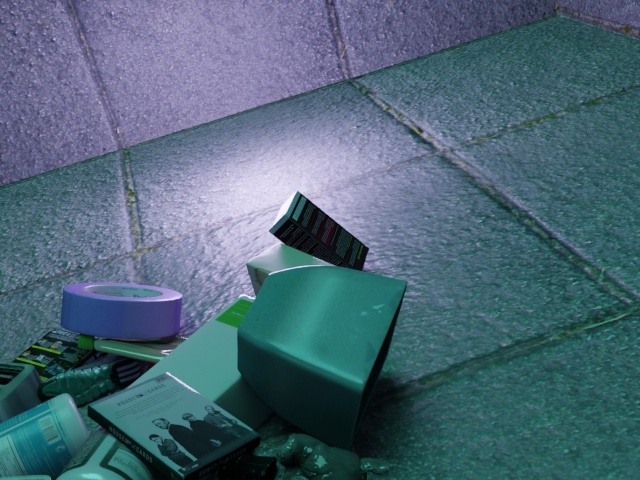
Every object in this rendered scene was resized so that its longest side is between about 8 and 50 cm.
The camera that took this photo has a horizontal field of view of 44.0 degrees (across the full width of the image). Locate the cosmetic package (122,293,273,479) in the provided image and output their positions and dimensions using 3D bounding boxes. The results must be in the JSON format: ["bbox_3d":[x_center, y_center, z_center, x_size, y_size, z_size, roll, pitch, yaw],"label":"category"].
[{"bbox_3d":[-0.195,0.285,1.587,0.197,0.155,0.365,14,38,35],"label":"cosmetic package"}]

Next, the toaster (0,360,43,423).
[{"bbox_3d":[-0.704,0.361,1.737,0.186,0.110,0.168,1,33,27],"label":"toaster"}]

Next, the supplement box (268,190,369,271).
[{"bbox_3d":[0.000,0.000,1.938,0.073,0.239,0.130,-45,12,31],"label":"supplement box"}]

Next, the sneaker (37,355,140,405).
[{"bbox_3d":[-0.524,0.312,1.792,0.224,0.083,0.098,-12,16,-19],"label":"sneaker"}]

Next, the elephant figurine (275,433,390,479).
[{"bbox_3d":[-0.030,0.445,1.255,0.169,0.186,0.239,31,47,-6],"label":"elephant figurine"}]

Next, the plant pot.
[{"bbox_3d":[-0.013,0.192,1.445,0.253,0.247,0.247,19,51,10],"label":"plant pot"}]

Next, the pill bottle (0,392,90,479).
[{"bbox_3d":[-0.584,0.416,1.539,0.264,0.146,0.146,-24,29,-18],"label":"pill bottle"}]

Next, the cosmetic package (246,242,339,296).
[{"bbox_3d":[-0.022,0.129,1.788,0.113,0.160,0.310,-33,32,-29],"label":"cosmetic package"}]

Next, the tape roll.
[{"bbox_3d":[-0.469,0.163,1.877,0.275,0.090,0.275,6,3,0],"label":"tape roll"}]

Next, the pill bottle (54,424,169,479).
[{"bbox_3d":[-0.347,0.410,1.292,0.161,0.161,0.283,-9,14,10],"label":"pill bottle"}]

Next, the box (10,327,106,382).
[{"bbox_3d":[-0.640,0.292,1.904,0.191,0.045,0.184,6,37,32],"label":"box"}]

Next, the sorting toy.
[{"bbox_3d":[-0.383,0.250,1.787,0.348,0.047,0.196,8,4,17],"label":"sorting toy"}]

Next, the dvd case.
[{"bbox_3d":[-0.247,0.311,1.337,0.239,0.029,0.179,24,24,32],"label":"dvd case"}]

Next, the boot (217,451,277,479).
[{"bbox_3d":[-0.124,0.402,1.456,0.099,0.045,0.121,-2,38,27],"label":"boot"}]

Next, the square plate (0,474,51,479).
[{"bbox_3d":[-0.598,0.557,1.260,0.344,0.049,0.347,-8,57,18],"label":"square plate"}]
